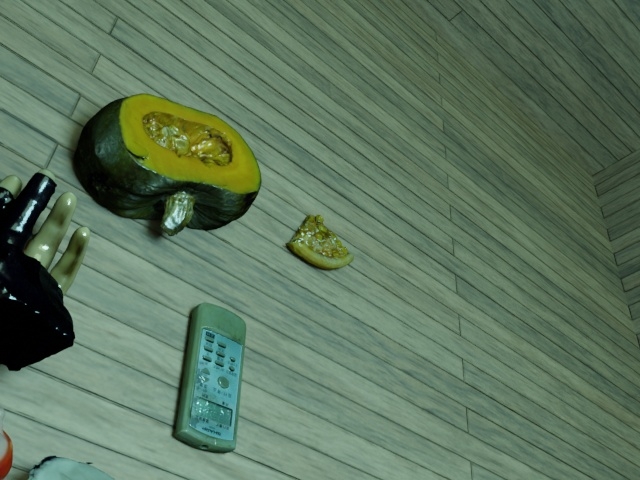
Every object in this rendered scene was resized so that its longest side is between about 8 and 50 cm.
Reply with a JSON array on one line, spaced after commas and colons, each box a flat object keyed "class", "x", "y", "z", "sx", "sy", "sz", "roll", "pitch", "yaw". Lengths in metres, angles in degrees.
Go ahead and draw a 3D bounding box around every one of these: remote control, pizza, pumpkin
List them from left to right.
[{"class": "pumpkin", "x": -0.239, "y": -0.109, "z": 1.175, "sx": 0.317, "sy": 0.139, "sz": 0.221, "roll": 16, "pitch": 48, "yaw": -45}, {"class": "remote control", "x": -0.166, "y": 0.207, "z": 1.087, "sx": 0.098, "sy": 0.038, "sz": 0.233, "roll": 29, "pitch": 44, "yaw": -30}, {"class": "pizza", "x": 0.000, "y": 0.000, "z": 1.435, "sx": 0.178, "sy": 0.041, "sz": 0.130, "roll": 27, "pitch": 43, "yaw": -33}]

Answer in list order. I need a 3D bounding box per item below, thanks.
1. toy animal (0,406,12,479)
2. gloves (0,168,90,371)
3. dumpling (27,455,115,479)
[{"class": "toy animal", "x": -0.388, "y": 0.266, "z": 0.697, "sx": 0.171, "sy": 0.171, "sz": 0.197, "roll": 7, "pitch": 65, "yaw": -46}, {"class": "gloves", "x": -0.395, "y": 0.012, "z": 0.887, "sx": 0.197, "sy": 0.152, "sz": 0.301, "roll": 52, "pitch": 23, "yaw": -42}, {"class": "dumpling", "x": -0.276, "y": 0.324, "z": 0.791, "sx": 0.247, "sy": 0.142, "sz": 0.172, "roll": 46, "pitch": 19, "yaw": -79}]
